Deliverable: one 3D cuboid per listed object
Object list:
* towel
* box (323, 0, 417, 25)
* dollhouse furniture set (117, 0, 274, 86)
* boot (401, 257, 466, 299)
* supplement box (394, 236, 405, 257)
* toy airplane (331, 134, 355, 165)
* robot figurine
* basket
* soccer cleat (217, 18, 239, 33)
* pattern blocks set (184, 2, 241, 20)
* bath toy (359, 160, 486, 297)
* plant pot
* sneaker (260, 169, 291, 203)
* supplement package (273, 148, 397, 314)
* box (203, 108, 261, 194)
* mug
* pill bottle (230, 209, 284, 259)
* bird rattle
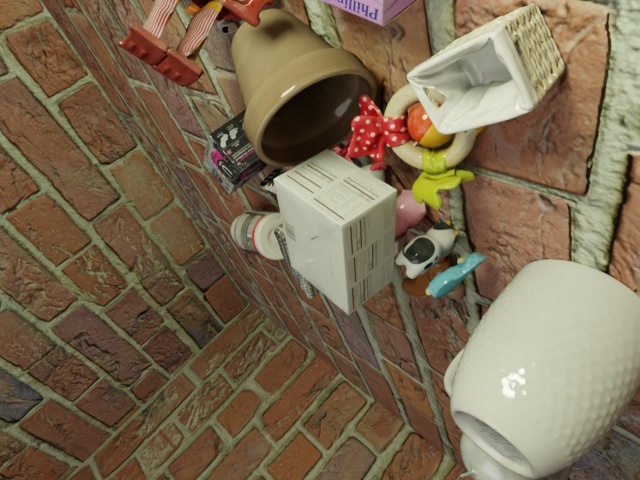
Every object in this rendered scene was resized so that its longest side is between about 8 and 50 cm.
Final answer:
[{"bbox_3d":[0.000,0.000,1.314,0.121,0.235,0.284,38,157,30],"label":"towel"},{"bbox_3d":[0.034,-0.445,0.586,0.213,0.117,0.243,36,158,25],"label":"box"},{"bbox_3d":[-0.209,-0.443,0.827,0.152,0.201,0.374,30,164,-32],"label":"dollhouse furniture set"},{"bbox_3d":[0.265,0.074,1.173,0.197,0.073,0.152,-3,130,49],"label":"boot"},{"bbox_3d":[0.192,0.001,1.221,0.062,0.036,0.098,33,156,31],"label":"supplement box"},{"bbox_3d":[0.056,-0.215,1.095,0.151,0.028,0.151,38,158,18],"label":"toy airplane"},{"bbox_3d":[0.465,0.447,1.066,0.300,0.353,0.200,45,159,6],"label":"robot figurine"},{"bbox_3d":[0.225,-0.231,0.633,0.113,0.103,0.167,53,158,-18],"label":"basket"},{"bbox_3d":[-0.227,-0.506,1.091,0.083,0.035,0.029,28,153,39],"label":"soccer cleat"},{"bbox_3d":[-0.340,-0.595,1.013,0.325,0.026,0.285,26,171,35],"label":"pattern blocks set"},{"bbox_3d":[0.192,-0.044,1.015,0.348,0.151,0.129,47,126,14],"label":"bath toy"},{"bbox_3d":[-0.056,-0.310,0.889,0.229,0.263,0.263,60,164,18],"label":"plant pot"},{"bbox_3d":[-0.071,-0.131,1.421,0.162,0.106,0.281,51,170,-28],"label":"sneaker"},{"bbox_3d":[0.036,-0.017,0.960,0.204,0.145,0.262,38,149,35],"label":"supplement package"},{"bbox_3d":[-0.247,-0.262,1.400,0.142,0.163,0.247,49,160,-4],"label":"box"},{"bbox_3d":[0.387,0.249,0.887,0.276,0.328,0.374,49,159,-7],"label":"mug"},{"bbox_3d":[-0.232,-0.029,1.787,0.318,0.176,0.176,11,140,57],"label":"pill bottle"},{"bbox_3d":[0.178,-0.193,0.817,0.253,0.143,0.207,45,139,10],"label":"bird rattle"}]
